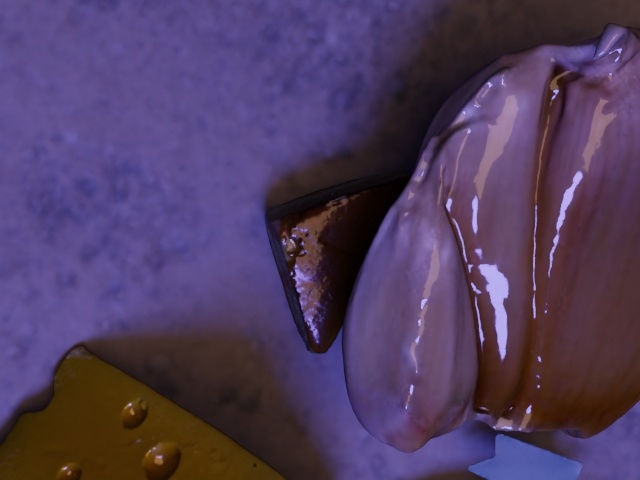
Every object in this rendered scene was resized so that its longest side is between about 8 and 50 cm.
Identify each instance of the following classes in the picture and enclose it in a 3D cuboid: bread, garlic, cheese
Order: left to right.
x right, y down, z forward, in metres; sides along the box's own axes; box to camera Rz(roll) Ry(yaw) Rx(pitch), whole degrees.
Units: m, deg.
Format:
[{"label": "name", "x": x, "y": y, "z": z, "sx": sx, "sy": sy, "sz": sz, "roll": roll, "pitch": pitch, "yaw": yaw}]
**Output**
[{"label": "cheese", "x": -0.083, "y": 0.131, "z": 0.736, "sx": 0.171, "sy": 0.126, "sz": 0.093, "roll": 31, "pitch": 79, "yaw": 20}, {"label": "bread", "x": 0.000, "y": 0.000, "z": 0.774, "sx": 0.062, "sy": 0.043, "sz": 0.109, "roll": 29, "pitch": 90, "yaw": -17}, {"label": "garlic", "x": 0.117, "y": -0.008, "z": 0.764, "sx": 0.217, "sy": 0.110, "sz": 0.228, "roll": 6, "pitch": 110, "yaw": -32}]

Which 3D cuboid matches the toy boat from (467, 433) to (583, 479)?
[{"label": "toy boat", "x": 0.052, "y": 0.252, "z": 0.787, "sx": 0.292, "sy": 0.070, "sz": 0.210, "roll": -32, "pitch": 89, "yaw": -4}]
